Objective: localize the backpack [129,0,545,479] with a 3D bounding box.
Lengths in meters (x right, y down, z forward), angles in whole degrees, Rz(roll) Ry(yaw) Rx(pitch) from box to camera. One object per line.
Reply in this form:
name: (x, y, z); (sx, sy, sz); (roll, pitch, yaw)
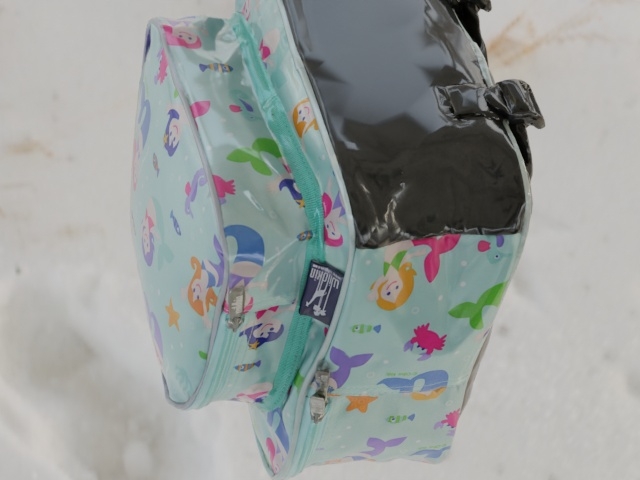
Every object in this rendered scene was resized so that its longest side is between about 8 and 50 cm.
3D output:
backpack: (0.000, 0.000, 0.953); (0.191, 0.253, 0.225); (-9, 47, -11)
